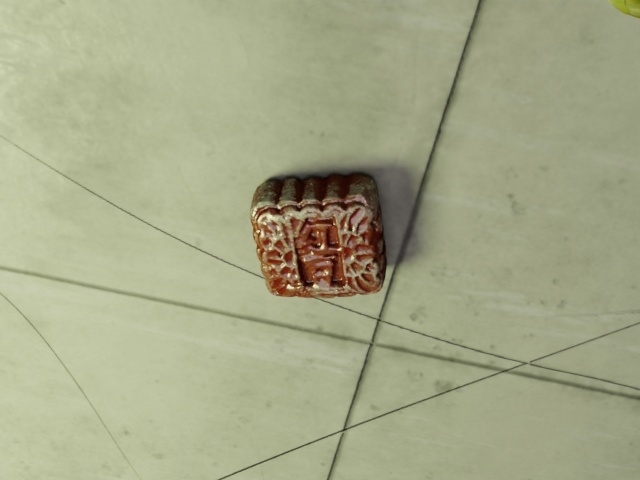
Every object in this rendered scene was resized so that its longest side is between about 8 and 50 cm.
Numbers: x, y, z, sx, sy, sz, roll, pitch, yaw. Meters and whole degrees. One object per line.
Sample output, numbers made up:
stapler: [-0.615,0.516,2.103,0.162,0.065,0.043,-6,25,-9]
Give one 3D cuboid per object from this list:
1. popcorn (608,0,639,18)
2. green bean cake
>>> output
popcorn: [0.318,-0.269,0.756,0.276,0.276,0.225,-1,90,6]
green bean cake: [0.000,0.000,1.082,0.136,0.056,0.135,-4,125,9]
